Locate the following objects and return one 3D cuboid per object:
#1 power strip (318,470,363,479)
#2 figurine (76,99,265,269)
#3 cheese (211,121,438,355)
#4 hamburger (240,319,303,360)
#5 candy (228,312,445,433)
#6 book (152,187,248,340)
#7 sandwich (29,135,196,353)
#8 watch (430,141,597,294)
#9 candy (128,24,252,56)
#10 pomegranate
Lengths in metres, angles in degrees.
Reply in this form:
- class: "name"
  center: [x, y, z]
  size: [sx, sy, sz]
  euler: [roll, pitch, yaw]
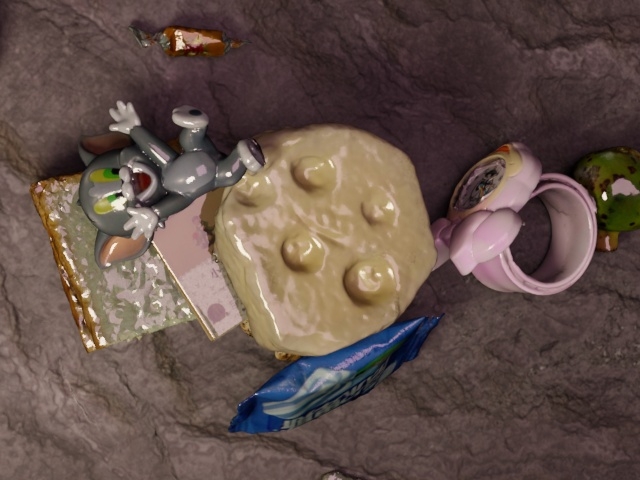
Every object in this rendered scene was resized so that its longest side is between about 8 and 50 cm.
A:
- class: "power strip"
  center: [0.064, 0.478, 1.972]
  size: [0.198, 0.064, 0.213]
  euler: [21, 86, -13]
- class: "figurine"
  center: [-0.208, -0.096, 1.697]
  size: [0.265, 0.140, 0.193]
  euler: [-21, 85, 3]
- class: "cheese"
  center: [0.000, 0.000, 1.771]
  size: [0.318, 0.115, 0.326]
  euler: [30, 76, -17]
- class: "hamburger"
  center: [-0.002, 0.056, 1.922]
  size: [0.124, 0.131, 0.262]
  euler: [35, 85, 29]
- class: "candy"
  center: [0.020, 0.197, 1.903]
  size: [0.331, 0.187, 0.077]
  euler: [-24, 72, -17]
- class: "book"
  center: [-0.143, 0.021, 1.795]
  size: [0.138, 0.016, 0.198]
  euler: [-33, 99, -11]
- class: "sandwich"
  center: [-0.218, -0.008, 1.850]
  size: [0.325, 0.131, 0.262]
  euler: [-20, 95, -15]
- class: "watch"
  center: [0.301, -0.003, 1.973]
  size: [0.217, 0.211, 0.248]
  euler: [41, 72, -21]
- class: "candy"
  center: [-0.189, -0.289, 1.894]
  size: [0.182, 0.053, 0.046]
  euler: [3, 97, -14]
- class: "pomegranate"
  center: [0.474, -0.065, 2.046]
  size: [0.143, 0.122, 0.169]
  euler: [-1, 89, -44]
